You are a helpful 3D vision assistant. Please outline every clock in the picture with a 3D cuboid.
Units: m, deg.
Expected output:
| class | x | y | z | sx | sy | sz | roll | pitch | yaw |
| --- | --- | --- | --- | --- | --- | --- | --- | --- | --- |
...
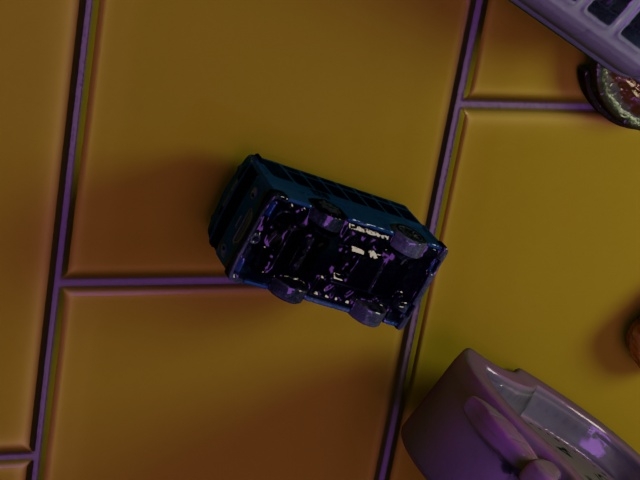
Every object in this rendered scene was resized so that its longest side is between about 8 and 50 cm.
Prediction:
| class | x | y | z | sx | sy | sz | roll | pitch | yaw |
| --- | --- | --- | --- | --- | --- | --- | --- | --- | --- |
| clock | 0.227 | 0.244 | 1.635 | 0.338 | 0.338 | 0.102 | 33 | 103 | -32 |

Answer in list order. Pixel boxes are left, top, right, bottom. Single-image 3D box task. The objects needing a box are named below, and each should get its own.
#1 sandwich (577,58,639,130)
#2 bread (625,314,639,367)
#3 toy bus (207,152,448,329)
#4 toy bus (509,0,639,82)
| class | x | y | z | sx | sy | sz | roll | pitch | yaw |
| --- | --- | --- | --- | --- | --- | --- | --- | --- | --- |
| sandwich | 0.284 | -0.128 | 1.638 | 0.135 | 0.029 | 0.067 | 8 | 113 | -26 |
| bread | 0.341 | 0.081 | 1.764 | 0.110 | 0.044 | 0.083 | -44 | 127 | 6 |
| toy bus | 0.000 | 0.000 | 1.543 | 0.184 | 0.106 | 0.090 | 18 | 112 | -34 |
| toy bus | 0.227 | -0.239 | 1.496 | 0.276 | 0.134 | 0.165 | 30 | 101 | -30 |
